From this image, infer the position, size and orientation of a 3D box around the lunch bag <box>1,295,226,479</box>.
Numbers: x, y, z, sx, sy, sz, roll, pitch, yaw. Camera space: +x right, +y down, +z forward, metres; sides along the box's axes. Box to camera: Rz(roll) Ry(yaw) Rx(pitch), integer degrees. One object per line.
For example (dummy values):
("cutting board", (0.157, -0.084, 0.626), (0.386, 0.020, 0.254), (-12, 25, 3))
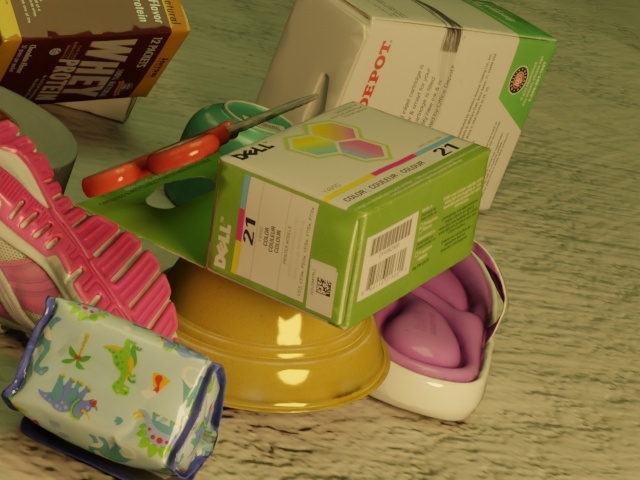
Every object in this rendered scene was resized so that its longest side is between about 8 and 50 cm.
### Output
("lunch bag", (-0.135, 0.108, 1.327), (0.129, 0.096, 0.151), (24, -10, 5))

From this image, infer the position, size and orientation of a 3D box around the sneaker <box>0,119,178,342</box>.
("sneaker", (-0.210, 0.024, 1.461), (0.252, 0.111, 0.103), (47, 32, 5))

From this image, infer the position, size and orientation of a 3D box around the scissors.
("scissors", (-0.092, -0.081, 1.550), (0.109, 0.021, 0.297), (-20, 7, 22))

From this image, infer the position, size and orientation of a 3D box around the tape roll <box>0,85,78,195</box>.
("tape roll", (-0.320, -0.078, 1.658), (0.219, 0.072, 0.219), (20, 20, -7))

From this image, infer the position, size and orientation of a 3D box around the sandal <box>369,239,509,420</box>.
("sandal", (0.099, 0.031, 1.751), (0.169, 0.102, 0.416), (18, 22, -11))

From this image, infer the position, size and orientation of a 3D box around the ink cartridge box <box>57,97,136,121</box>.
("ink cartridge box", (-0.373, -0.223, 1.997), (0.371, 0.069, 0.176), (17, 21, -21))

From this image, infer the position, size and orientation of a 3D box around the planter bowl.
("planter bowl", (-0.046, 0.042, 1.530), (0.217, 0.090, 0.217), (7, 25, -3))

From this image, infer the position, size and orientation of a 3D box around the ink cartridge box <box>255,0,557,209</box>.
("ink cartridge box", (0.082, -0.151, 2.056), (0.289, 0.211, 0.121), (2, 28, -44))

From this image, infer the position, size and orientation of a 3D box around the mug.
("mug", (-0.066, -0.076, 1.875), (0.129, 0.097, 0.158), (30, 21, 23))

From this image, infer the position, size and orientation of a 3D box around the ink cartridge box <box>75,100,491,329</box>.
("ink cartridge box", (-0.030, -0.045, 1.497), (0.255, 0.097, 0.189), (23, 28, 27))

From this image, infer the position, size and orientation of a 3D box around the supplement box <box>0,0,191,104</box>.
("supplement box", (-0.259, -0.243, 1.895), (0.194, 0.129, 0.191), (-7, 67, -31))
